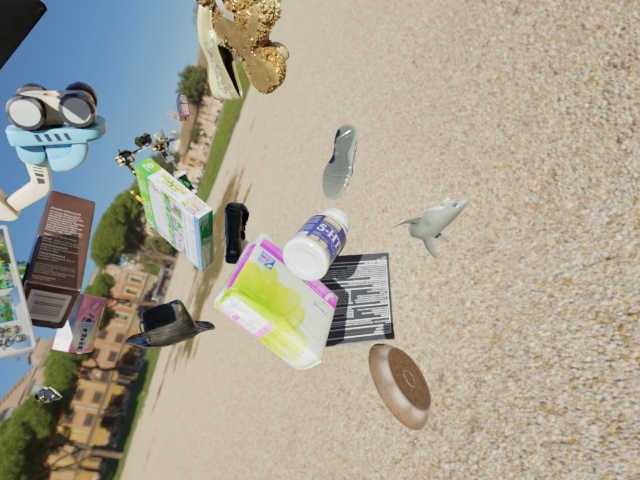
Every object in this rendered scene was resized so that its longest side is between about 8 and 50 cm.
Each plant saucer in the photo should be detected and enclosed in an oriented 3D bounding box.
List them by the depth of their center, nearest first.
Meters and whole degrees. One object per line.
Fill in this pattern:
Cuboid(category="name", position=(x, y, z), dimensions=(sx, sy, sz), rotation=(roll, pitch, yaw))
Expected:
Cuboid(category="plant saucer", position=(0.183, 0.308, 0.904), dimensions=(0.036, 0.198, 0.199), rotation=(-39, 31, 24))

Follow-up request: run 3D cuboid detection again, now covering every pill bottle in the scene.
Cuboid(category="pill bottle", position=(0.000, 0.000, 0.978), dimensions=(0.112, 0.112, 0.187), rotation=(-56, -2, 40))

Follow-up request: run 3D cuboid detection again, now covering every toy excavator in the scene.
Cuboid(category="toy excavator", position=(-0.966, -0.298, 1.441), dimensions=(0.222, 0.432, 0.446), rotation=(-130, 36, -51))

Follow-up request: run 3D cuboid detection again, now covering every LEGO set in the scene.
Cuboid(category="LEGO set", position=(-0.635, -0.256, 1.617), dimensions=(0.192, 0.254, 0.332), rotation=(28, 138, 65))

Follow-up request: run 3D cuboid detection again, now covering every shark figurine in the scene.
Cuboid(category="shark figurine", position=(0.260, -0.013, 0.988), dimensions=(0.278, 0.166, 0.116), rotation=(46, -160, -80))

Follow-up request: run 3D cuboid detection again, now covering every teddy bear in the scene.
Cuboid(category="teddy bear", position=(-0.181, -0.530, 0.993), dimensions=(0.113, 0.338, 0.245), rotation=(-46, 7, -32))

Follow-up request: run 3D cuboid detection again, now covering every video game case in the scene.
Cuboid(category="video game case", position=(-0.810, 0.122, 0.869), dimensions=(0.036, 0.299, 0.329), rotation=(-45, 65, 40))

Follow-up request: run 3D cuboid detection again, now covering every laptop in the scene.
Cuboid(category="laptop", position=(-0.863, -0.590, 0.998), dimensions=(0.234, 0.264, 0.136), rotation=(-48, -8, 4))

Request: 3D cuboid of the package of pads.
Cuboid(category="package of pads", position=(-0.098, 0.156, 1.040), dimensions=(0.101, 0.296, 0.229), rotation=(-35, 22, 36))

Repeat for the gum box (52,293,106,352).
Cuboid(category="gum box", position=(-0.770, 0.268, 1.323), dimensions=(0.107, 0.062, 0.189), rotation=(52, -134, -71))

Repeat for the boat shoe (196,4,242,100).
Cuboid(category="boat shoe", position=(-0.295, -0.566, 1.240), dimensions=(0.105, 0.089, 0.285), rotation=(-66, -21, -45))

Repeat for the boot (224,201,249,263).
Cuboid(category="boot", position=(-0.308, -0.041, 1.549), dimensions=(0.246, 0.094, 0.207), rotation=(-104, 19, -77))

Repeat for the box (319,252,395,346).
Cuboid(category="box", position=(0.080, 0.199, 1.431), dimensions=(0.182, 0.296, 0.294), rotation=(162, 105, -73))

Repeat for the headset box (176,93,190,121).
Cuboid(category="headset box", position=(-0.485, -0.465, 1.460), dimensions=(0.062, 0.032, 0.084), rotation=(-10, 91, 64))

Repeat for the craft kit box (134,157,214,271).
Cuboid(category="craft kit box", position=(-0.400, -0.064, 1.150), dimensions=(0.061, 0.246, 0.250), rotation=(-45, -16, -35))

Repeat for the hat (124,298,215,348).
Cuboid(category="hat", position=(-0.559, 0.291, 1.531), dimensions=(0.331, 0.331, 0.134), rotation=(175, 87, -71))

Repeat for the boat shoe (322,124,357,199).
Cuboid(category="boat shoe", position=(0.091, -0.317, 1.719), dimensions=(0.103, 0.118, 0.321), rotation=(31, -111, -66))

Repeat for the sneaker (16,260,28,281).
Cuboid(category="sneaker", position=(-1.146, 0.169, 1.299), dimensions=(0.185, 0.482, 0.202), rotation=(64, -176, 28))

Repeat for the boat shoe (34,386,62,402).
Cuboid(category="boat shoe", position=(-0.814, 0.466, 1.234), dimensions=(0.132, 0.049, 0.042), rotation=(-14, 26, 39))

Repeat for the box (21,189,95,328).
Cuboid(category="box", position=(-0.794, 0.048, 1.244), dimensions=(0.191, 0.143, 0.382), rotation=(-50, 39, 28))
